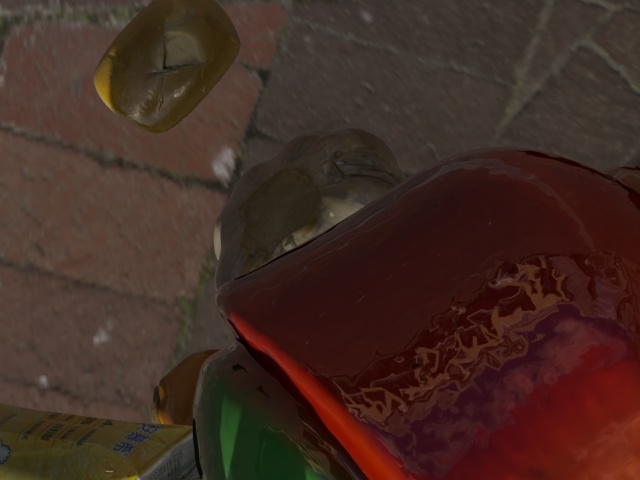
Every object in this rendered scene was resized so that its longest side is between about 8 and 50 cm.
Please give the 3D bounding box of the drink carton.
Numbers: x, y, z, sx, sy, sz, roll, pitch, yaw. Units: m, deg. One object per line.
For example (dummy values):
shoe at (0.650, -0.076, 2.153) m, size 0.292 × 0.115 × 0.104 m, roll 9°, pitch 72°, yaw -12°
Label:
drink carton at (-0.122, 0.144, 0.934) m, size 0.200 × 0.084 × 0.074 m, roll 3°, pitch 109°, yaw 27°

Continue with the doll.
doll at (0.048, 0.059, 0.493) m, size 0.363 × 0.182 × 0.160 m, roll -33°, pitch 91°, yaw -6°

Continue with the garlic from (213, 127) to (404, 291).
garlic at (-0.003, 0.000, 1.589) m, size 0.228 × 0.228 × 0.152 m, roll -44°, pitch 128°, yaw 7°

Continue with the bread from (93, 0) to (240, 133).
bread at (-0.116, -0.136, 1.219) m, size 0.115 × 0.056 × 0.082 m, roll -44°, pitch 103°, yaw 3°

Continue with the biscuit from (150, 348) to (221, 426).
biscuit at (-0.075, 0.178, 1.516) m, size 0.170 × 0.170 × 0.050 m, roll 29°, pitch 140°, yaw -19°
